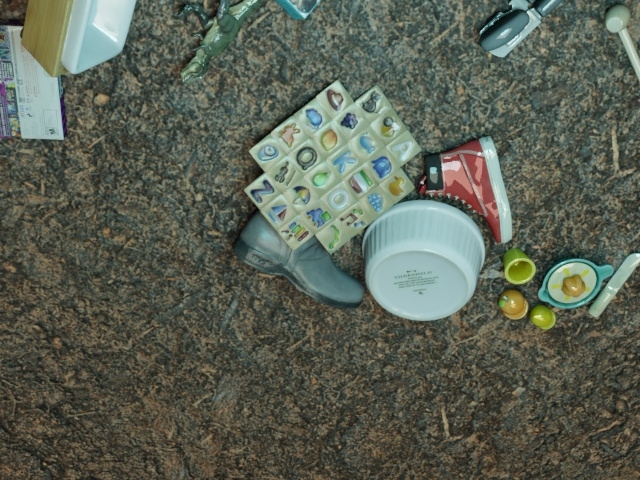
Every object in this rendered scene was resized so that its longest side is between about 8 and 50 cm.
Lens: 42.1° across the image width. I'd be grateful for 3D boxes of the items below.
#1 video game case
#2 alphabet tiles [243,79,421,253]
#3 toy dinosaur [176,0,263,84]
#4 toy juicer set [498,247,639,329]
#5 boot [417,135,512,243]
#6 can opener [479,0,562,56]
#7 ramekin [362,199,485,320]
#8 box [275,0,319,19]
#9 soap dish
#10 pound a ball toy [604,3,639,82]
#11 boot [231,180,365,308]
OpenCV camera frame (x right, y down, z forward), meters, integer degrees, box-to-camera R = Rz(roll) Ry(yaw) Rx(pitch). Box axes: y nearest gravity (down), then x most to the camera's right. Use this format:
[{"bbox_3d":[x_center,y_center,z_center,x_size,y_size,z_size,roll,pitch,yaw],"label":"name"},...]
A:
[{"bbox_3d":[-0.607,-0.309,1.601,0.210,0.042,0.232,1,120,-4],"label":"video game case"},{"bbox_3d":[0.027,-0.146,1.698,0.342,0.011,0.285,-38,110,2],"label":"alphabet tiles"},{"bbox_3d":[-0.190,-0.416,1.556,0.268,0.064,0.118,-41,124,15],"label":"toy dinosaur"},{"bbox_3d":[0.567,0.126,1.904,0.329,0.089,0.209,2,120,-5],"label":"toy juicer set"},{"bbox_3d":[0.306,-0.087,1.768,0.176,0.088,0.244,-18,114,9],"label":"boot"},{"bbox_3d":[0.417,-0.452,1.557,0.074,0.093,0.280,40,106,-22],"label":"can opener"},{"bbox_3d":[0.216,0.056,1.780,0.273,0.127,0.273,6,133,7],"label":"ramekin"},{"bbox_3d":[-0.091,-0.515,1.481,0.244,0.060,0.100,41,86,-23],"label":"box"},{"bbox_3d":[-0.403,-0.448,1.436,0.118,0.229,0.290,23,118,3],"label":"soap dish"},{"bbox_3d":[0.713,-0.368,1.616,0.208,0.135,0.319,-17,124,36],"label":"pound a ball toy"},{"bbox_3d":[0.000,0.000,1.788,0.338,0.118,0.222,25,107,-25],"label":"boot"}]
